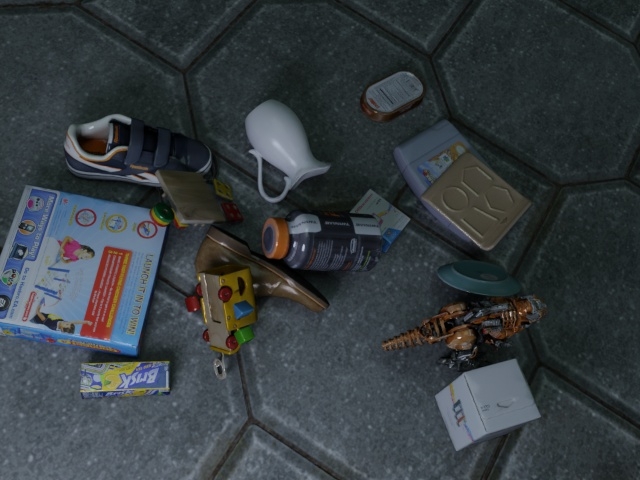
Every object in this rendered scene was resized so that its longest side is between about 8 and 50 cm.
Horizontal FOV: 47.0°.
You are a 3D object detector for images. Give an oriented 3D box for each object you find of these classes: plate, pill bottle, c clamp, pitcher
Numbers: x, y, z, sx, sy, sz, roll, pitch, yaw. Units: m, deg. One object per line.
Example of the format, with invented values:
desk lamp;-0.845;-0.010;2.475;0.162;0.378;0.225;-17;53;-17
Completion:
plate;0.356;0.077;1.648;0.188;0.024;0.188;7;18;-2
pill bottle;0.000;0.000;1.587;0.245;0.130;0.130;3;63;-27
c clamp;-0.305;-0.146;1.685;0.160;0.022;0.137;-17;64;-18
pitcher;-0.103;-0.207;1.711;0.178;0.125;0.207;-36;87;-10

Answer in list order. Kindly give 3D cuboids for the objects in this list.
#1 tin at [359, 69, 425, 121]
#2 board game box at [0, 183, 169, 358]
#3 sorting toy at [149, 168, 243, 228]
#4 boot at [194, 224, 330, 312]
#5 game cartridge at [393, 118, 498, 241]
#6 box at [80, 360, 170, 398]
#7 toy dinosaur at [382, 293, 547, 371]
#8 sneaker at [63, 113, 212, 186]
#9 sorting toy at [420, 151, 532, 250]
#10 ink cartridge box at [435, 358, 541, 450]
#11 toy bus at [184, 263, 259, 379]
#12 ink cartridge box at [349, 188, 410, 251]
tin;0.187;-0.375;1.898;0.189;0.040;0.106;-31;70;-24
board game box;-0.488;0.061;1.502;0.302;0.086;0.308;12;62;-7
sorting toy;-0.282;-0.084;1.584;0.274;0.046;0.132;-2;58;-56
boot;-0.127;0.089;1.581;0.305;0.112;0.115;29;91;-2
game cartridge;0.325;-0.148;1.807;0.198;0.062;0.297;-31;74;-28
box;-0.380;0.273;1.440;0.169;0.054;0.059;1;64;-13
toy dinosaur;0.296;0.174;1.531;0.322;0.218;0.164;7;69;9
sneaker;-0.399;-0.198;1.617;0.321;0.127;0.126;-2;60;-11
sorting toy;0.368;-0.093;1.743;0.208;0.038;0.193;40;63;13
ink cartridge box;0.337;0.336;1.499;0.128;0.176;0.127;-12;67;-18
toy bus;-0.178;0.145;1.497;0.104;0.202;0.191;-16;59;-38
ink cartridge box;0.132;-0.047;1.713;0.122;0.052;0.088;37;62;8
